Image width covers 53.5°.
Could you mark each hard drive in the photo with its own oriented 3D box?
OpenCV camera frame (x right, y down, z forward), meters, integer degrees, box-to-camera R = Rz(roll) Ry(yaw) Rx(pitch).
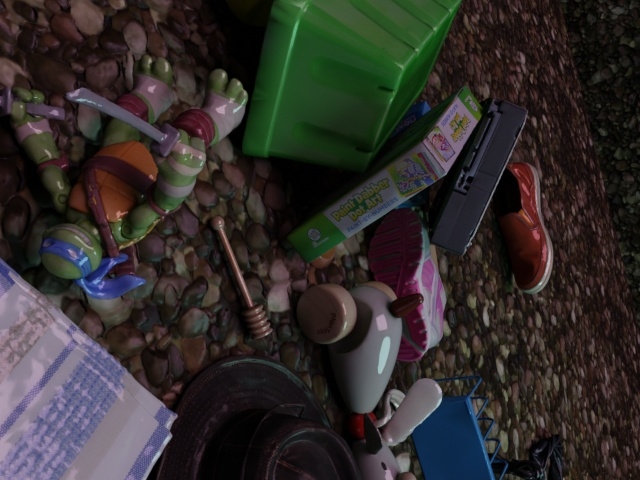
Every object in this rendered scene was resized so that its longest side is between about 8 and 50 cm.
[{"bbox_3d":[0.257,-0.118,1.083,0.339,0.064,0.237,-44,156,-77],"label":"hard drive"}]

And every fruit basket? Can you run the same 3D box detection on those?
[{"bbox_3d":[-0.020,-0.314,0.892,0.391,0.283,0.392,10,44,-10],"label":"fruit basket"}]

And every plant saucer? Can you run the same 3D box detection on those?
[{"bbox_3d":[0.000,0.000,0.954,0.083,0.015,0.084,22,61,-48],"label":"plant saucer"}]

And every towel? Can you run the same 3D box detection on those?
[{"bbox_3d":[-0.264,0.156,0.538,0.285,0.034,0.209,53,44,-26],"label":"towel"}]

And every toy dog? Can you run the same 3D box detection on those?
[{"bbox_3d":[0.097,0.196,0.895,0.220,0.160,0.334,-39,110,-51],"label":"toy dog"}]

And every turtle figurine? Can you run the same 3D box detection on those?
[{"bbox_3d":[-0.187,-0.113,0.593,0.275,0.197,0.266,59,36,-28],"label":"turtle figurine"}]

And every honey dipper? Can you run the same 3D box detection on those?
[{"bbox_3d":[-0.102,0.045,0.795,0.030,0.030,0.161,-26,96,-53],"label":"honey dipper"}]

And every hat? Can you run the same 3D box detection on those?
[{"bbox_3d":[-0.027,0.288,0.726,0.331,0.133,0.332,23,60,-48],"label":"hat"}]

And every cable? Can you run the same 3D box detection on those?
[{"bbox_3d":[0.531,0.528,1.459,0.184,0.047,0.151,-10,87,-54],"label":"cable"}]

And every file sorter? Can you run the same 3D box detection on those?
[{"bbox_3d":[0.231,0.326,1.071,0.104,0.118,0.170,-27,100,-57],"label":"file sorter"}]

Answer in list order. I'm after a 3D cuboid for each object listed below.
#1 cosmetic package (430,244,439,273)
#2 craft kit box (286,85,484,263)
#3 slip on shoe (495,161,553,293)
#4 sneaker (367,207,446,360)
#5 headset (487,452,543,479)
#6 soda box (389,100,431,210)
[{"bbox_3d":[0.187,0.066,1.158,0.060,0.041,0.115,4,76,-52],"label":"cosmetic package"},{"bbox_3d":[0.096,-0.097,0.898,0.061,0.249,0.246,52,37,-6],"label":"craft kit box"},{"bbox_3d":[0.477,-0.034,1.531,0.101,0.123,0.332,5,73,-28],"label":"slip on shoe"},{"bbox_3d":[0.152,0.072,1.073,0.111,0.102,0.253,6,80,-56],"label":"sneaker"},{"bbox_3d":[0.287,0.558,1.088,0.243,0.185,0.394,47,60,-28],"label":"headset"},{"bbox_3d":[0.170,-0.160,1.188,0.071,0.067,0.210,46,45,-34],"label":"soda box"}]
